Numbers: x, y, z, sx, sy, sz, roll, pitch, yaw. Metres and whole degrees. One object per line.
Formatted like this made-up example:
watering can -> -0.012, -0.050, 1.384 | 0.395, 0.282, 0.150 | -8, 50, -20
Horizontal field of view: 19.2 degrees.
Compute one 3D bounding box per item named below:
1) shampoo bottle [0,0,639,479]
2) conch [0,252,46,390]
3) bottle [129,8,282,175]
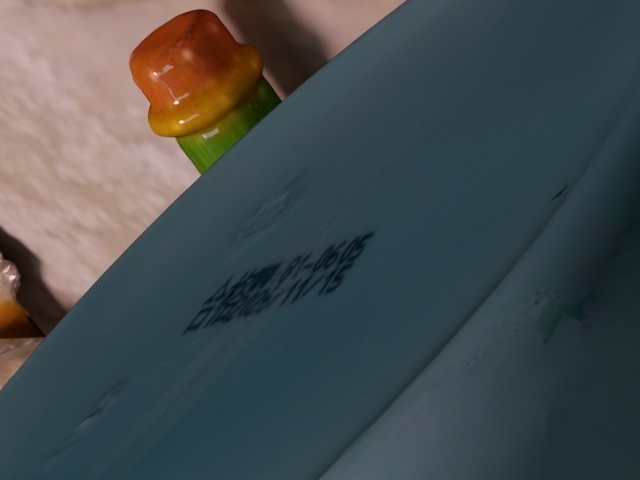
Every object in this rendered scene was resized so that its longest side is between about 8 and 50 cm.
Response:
shampoo bottle -> 0.093, 0.129, 0.499 | 0.343, 0.331, 0.331 | 46, 145, -14
conch -> -0.232, 0.054, 0.861 | 0.245, 0.163, 0.178 | -10, 117, 13
bottle -> 0.000, 0.000, 0.660 | 0.069, 0.069, 0.187 | -8, 126, 46
